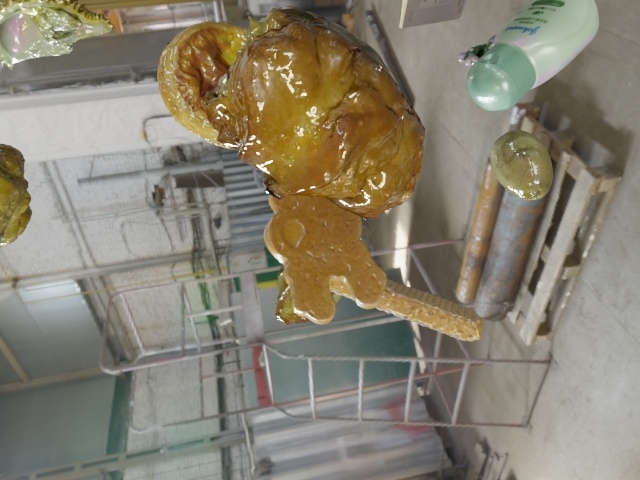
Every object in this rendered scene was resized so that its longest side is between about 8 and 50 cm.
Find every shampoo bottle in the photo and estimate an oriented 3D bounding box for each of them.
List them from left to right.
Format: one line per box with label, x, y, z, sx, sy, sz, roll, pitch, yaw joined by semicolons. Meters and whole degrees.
shampoo bottle;0.516;-0.469;1.281;0.222;0.349;0.151;38;170;47

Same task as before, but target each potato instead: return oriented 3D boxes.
potato;0.631;-0.228;1.593;0.174;0.159;0.251;66;-171;-55

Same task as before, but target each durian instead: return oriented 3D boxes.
durian;-0.684;-0.539;1.259;0.172;0.306;0.166;-120;16;-68

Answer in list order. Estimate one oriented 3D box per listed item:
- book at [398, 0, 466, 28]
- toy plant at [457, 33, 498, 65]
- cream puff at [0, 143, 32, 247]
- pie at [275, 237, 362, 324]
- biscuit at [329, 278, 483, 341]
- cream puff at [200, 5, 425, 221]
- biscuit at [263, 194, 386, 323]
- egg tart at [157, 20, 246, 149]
book;0.225;-0.478;0.969;0.014;0.182;0.127;42;141;35
toy plant;0.567;-0.566;1.574;0.243;0.232;0.112;-120;13;-49
cream puff;-0.466;-0.062;0.579;0.196;0.244;0.244;-86;-11;-78
pie;-0.005;0.113;1.563;0.103;0.354;0.288;42;176;37
biscuit;0.169;0.128;1.120;0.094;0.379;0.054;-25;-47;-70
cream puff;-0.003;-0.129;0.511;0.155;0.241;0.269;-57;-20;18
biscuit;-0.004;0.000;0.734;0.040;0.144;0.236;111;140;-63
egg tart;-0.301;-0.481;1.632;0.178;0.443;0.443;147;115;-63
